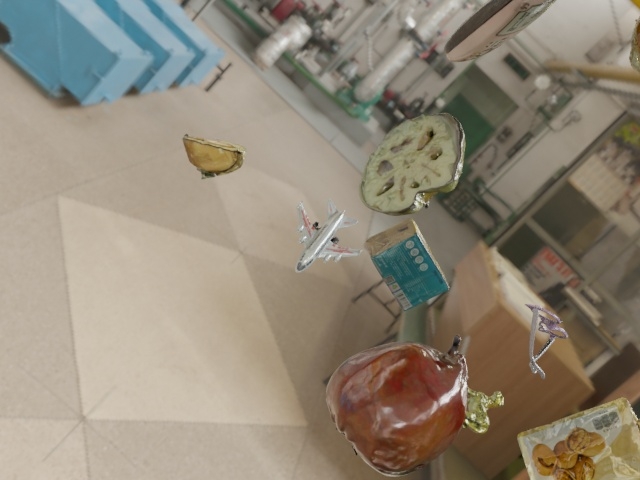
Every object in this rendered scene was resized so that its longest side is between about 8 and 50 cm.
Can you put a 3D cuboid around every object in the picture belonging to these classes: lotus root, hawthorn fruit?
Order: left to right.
[{"bbox_3d":[0.183,0.374,1.835,0.308,0.325,0.308,53,-22,32],"label":"hawthorn fruit"},{"bbox_3d":[0.164,-0.111,1.320,0.078,0.183,0.203,47,50,-39],"label":"lotus root"}]

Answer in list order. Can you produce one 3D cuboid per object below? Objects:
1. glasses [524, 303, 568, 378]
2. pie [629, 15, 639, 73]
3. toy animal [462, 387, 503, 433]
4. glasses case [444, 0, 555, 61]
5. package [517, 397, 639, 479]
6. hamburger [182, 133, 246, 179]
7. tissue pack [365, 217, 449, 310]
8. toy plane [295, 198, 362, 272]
[{"bbox_3d":[0.373,0.182,1.377,0.062,0.104,0.140,22,-14,35],"label":"glasses"},{"bbox_3d":[0.595,-0.332,1.294,0.079,0.193,0.163,2,82,-47],"label":"pie"},{"bbox_3d":[0.400,0.437,2.029,0.136,0.073,0.181,27,27,-3],"label":"toy animal"},{"bbox_3d":[0.339,-0.414,1.485,0.075,0.122,0.314,62,-24,1],"label":"glasses case"},{"bbox_3d":[0.704,0.563,2.057,0.165,0.311,0.221,26,42,-50],"label":"package"},{"bbox_3d":[-0.274,-0.209,2.042,0.176,0.102,0.087,14,25,13],"label":"hamburger"},{"bbox_3d":[0.188,0.052,1.726,0.169,0.120,0.082,56,12,-28],"label":"tissue pack"},{"bbox_3d":[0.000,0.000,1.632,0.162,0.171,0.065,39,-14,-3],"label":"toy plane"}]
